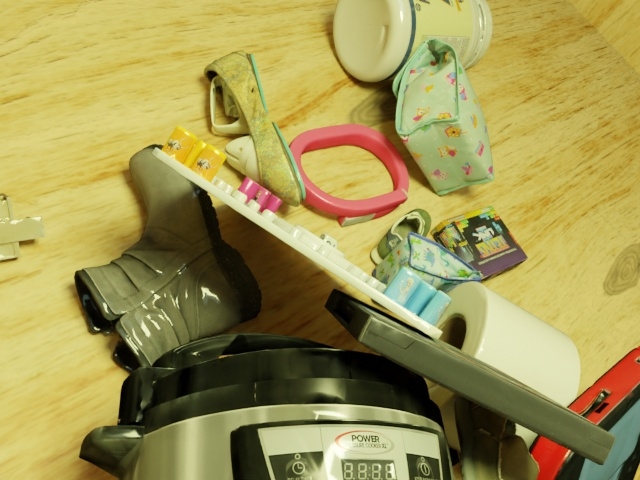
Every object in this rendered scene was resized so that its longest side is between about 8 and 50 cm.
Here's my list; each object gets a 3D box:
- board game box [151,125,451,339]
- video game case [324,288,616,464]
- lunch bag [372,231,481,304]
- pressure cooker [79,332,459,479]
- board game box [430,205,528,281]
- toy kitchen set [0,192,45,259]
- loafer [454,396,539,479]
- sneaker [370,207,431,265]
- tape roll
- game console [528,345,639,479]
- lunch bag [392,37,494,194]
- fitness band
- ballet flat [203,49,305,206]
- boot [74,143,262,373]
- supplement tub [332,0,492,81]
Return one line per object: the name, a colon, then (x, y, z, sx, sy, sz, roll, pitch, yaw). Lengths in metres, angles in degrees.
board game box: (0.000, 0.000, 0.881, 0.390, 0.390, 0.050, 32, 90, 9)
video game case: (0.146, 0.139, 0.710, 0.275, 0.248, 0.035, 28, 88, -7)
lunch bag: (0.186, 0.073, 1.110, 0.151, 0.129, 0.096, 21, 48, -20)
pressure cooker: (-0.038, 0.297, 0.665, 0.376, 0.370, 0.420, -14, 55, 14)
board game box: (0.329, 0.010, 1.295, 0.170, 0.048, 0.141, -17, 67, -38)
toy kitchen set: (-0.432, -0.023, 0.880, 0.068, 0.075, 0.083, -11, 105, -32)
loafer: (0.210, 0.264, 0.731, 0.251, 0.087, 0.094, -76, 154, -65)
sneaker: (0.175, -0.020, 1.198, 0.064, 0.086, 0.192, 46, 47, 6)
tape roll: (0.252, 0.209, 0.977, 0.169, 0.246, 0.246, 29, 48, -9)
game console: (0.403, 0.356, 0.933, 0.387, 0.341, 0.060, -19, 29, -38)
lunch bag: (0.261, -0.268, 1.329, 0.223, 0.160, 0.262, 45, 39, -44)
fitness band: (0.058, -0.137, 1.236, 0.291, 0.054, 0.209, -16, 68, -39)
ballet flat: (-0.132, -0.196, 1.138, 0.123, 0.123, 0.348, -5, 62, -33)
boot: (-0.254, 0.014, 0.909, 0.223, 0.118, 0.338, -23, 68, -34)
supplement tub: (0.217, -0.490, 1.456, 0.325, 0.235, 0.235, -12, 66, -36)
